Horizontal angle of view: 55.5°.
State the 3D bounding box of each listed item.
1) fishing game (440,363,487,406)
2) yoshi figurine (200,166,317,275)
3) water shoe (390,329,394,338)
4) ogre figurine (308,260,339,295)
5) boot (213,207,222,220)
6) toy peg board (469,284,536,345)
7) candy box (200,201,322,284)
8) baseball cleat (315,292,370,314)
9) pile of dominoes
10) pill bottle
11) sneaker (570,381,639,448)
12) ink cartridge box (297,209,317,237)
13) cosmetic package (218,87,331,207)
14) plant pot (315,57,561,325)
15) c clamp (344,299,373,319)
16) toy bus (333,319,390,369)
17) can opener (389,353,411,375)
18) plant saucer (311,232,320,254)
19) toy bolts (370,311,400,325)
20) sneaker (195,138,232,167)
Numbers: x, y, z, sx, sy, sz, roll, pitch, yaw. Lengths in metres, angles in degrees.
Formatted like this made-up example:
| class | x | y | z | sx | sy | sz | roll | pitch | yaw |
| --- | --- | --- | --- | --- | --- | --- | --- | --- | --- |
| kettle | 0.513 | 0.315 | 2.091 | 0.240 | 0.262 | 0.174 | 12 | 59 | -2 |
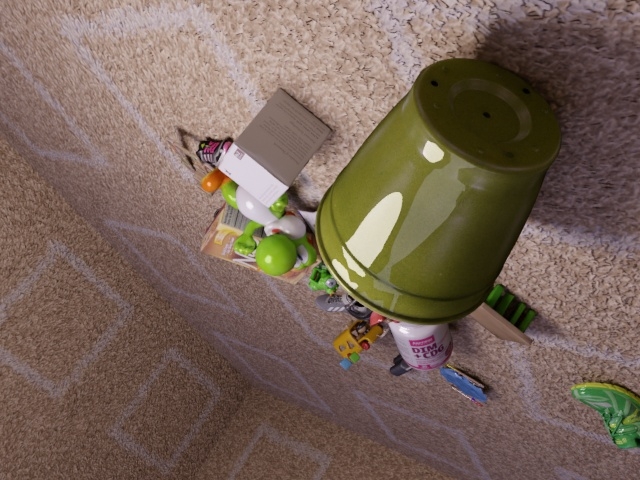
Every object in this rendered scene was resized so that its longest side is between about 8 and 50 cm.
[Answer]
| class | x | y | z | sx | sy | sz | roll | pitch | yaw |
| --- | --- | --- | --- | --- | --- | --- | --- | --- | --- |
| fishing game | 0.486 | 0.480 | 2.058 | 0.189 | 0.041 | 0.264 | 29 | 162 | 30 |
| yoshi figurine | -0.156 | -0.053 | 1.592 | 0.362 | 0.203 | 0.203 | 51 | 170 | -7 |
| water shoe | 0.255 | 0.299 | 1.967 | 0.080 | 0.073 | 0.203 | 16 | 150 | 38 |
| ogre figurine | 0.024 | 0.098 | 1.828 | 0.197 | 0.118 | 0.097 | 5 | 143 | 48 |
| boot | -0.219 | -0.089 | 1.818 | 0.237 | 0.085 | 0.178 | 15 | 150 | 12 |
| toy peg board | 0.448 | 0.179 | 1.533 | 0.161 | 0.079 | 0.161 | 38 | 171 | -7 |
| candy box | -0.170 | 0.013 | 1.789 | 0.317 | 0.087 | 0.183 | 20 | 145 | -20 |
| baseball cleat | 0.070 | 0.201 | 2.035 | 0.206 | 0.072 | 0.109 | 10 | 142 | 23 |
| pile of dominoes | -0.351 | -0.191 | 1.779 | 0.196 | 0.040 | 0.251 | 33 | 170 | 12 |
| pill bottle | 0.278 | 0.238 | 1.719 | 0.160 | 0.160 | 0.283 | 17 | 151 | 32 |
| sneaker | 0.783 | 0.465 | 1.563 | 0.296 | 0.123 | 0.109 | 32 | 156 | 5 |
| ink cartridge box | 0.127 | -0.017 | 1.559 | 0.371 | 0.069 | 0.175 | 9 | 147 | 38 |
| cosmetic package | -0.104 | -0.203 | 1.358 | 0.151 | 0.183 | 0.151 | 38 | 156 | -8 |
| plant pot | 0.207 | -0.098 | 1.029 | 0.367 | 0.366 | 0.353 | 31 | 144 | 6 |
| c clamp | 0.132 | 0.193 | 1.927 | 0.137 | 0.022 | 0.160 | 24 | 131 | -13 |
| toy bus | 0.125 | 0.317 | 2.030 | 0.104 | 0.202 | 0.191 | 46 | -177 | 5 |
| can opener | 0.323 | 0.431 | 2.119 | 0.095 | 0.076 | 0.283 | 25 | 158 | 1 |
| plant saucer | 0.000 | 0.000 | 1.723 | 0.013 | 0.083 | 0.083 | -4 | 138 | 31 |
| toy bolts | 0.215 | 0.109 | 1.519 | 0.218 | 0.158 | 0.228 | -1 | 160 | -30 |
| sneaker | -0.298 | -0.245 | 1.661 | 0.075 | 0.063 | 0.170 | 36 | 161 | -18 |
